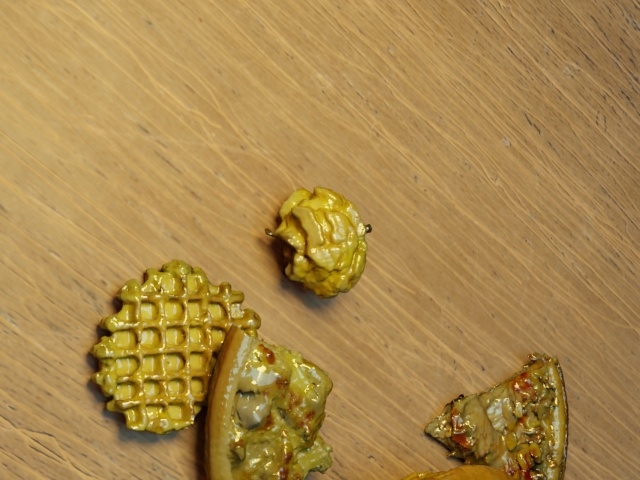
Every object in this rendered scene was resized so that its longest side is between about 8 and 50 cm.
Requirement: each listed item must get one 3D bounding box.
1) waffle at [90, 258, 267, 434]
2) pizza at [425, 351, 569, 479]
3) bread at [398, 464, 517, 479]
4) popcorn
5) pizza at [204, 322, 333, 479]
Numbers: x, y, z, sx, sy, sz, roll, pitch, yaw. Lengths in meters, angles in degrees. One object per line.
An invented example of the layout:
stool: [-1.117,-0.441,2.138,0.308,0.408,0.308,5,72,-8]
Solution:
waffle: [-0.194,0.158,1.769,0.249,0.056,0.253,38,63,-26]
pizza: [0.319,0.287,2.106,0.287,0.074,0.251,37,63,-28]
bread: [0.175,0.511,1.903,0.358,0.204,0.337,-13,90,-39]
popcorn: [0.000,0.000,1.874,0.152,0.148,0.167,-13,74,-2]
pizza: [-0.061,0.269,1.801,0.223,0.089,0.324,-7,105,-40]
